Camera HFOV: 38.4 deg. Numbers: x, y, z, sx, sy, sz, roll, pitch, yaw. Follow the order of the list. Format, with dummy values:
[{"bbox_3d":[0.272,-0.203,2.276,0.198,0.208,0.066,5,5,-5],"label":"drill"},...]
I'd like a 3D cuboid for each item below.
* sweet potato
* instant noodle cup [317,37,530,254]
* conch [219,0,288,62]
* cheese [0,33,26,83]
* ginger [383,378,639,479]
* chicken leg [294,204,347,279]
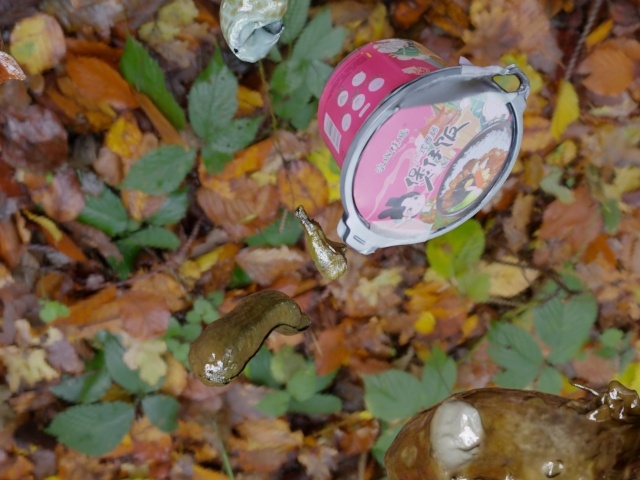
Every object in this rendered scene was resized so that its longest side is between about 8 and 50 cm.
[{"bbox_3d":[-0.082,0.107,1.115,0.233,0.062,0.081,-27,125,-57],"label":"sweet potato"},{"bbox_3d":[0.107,-0.149,1.200,0.302,0.182,0.258,-37,137,4],"label":"instant noodle cup"},{"bbox_3d":[-0.115,-0.391,1.557,0.116,0.106,0.173,12,100,-40],"label":"conch"},{"bbox_3d":[-0.524,-0.256,1.126,0.329,0.129,0.217,16,167,-1],"label":"cheese"},{"bbox_3d":[0.265,0.219,0.863,0.418,0.176,0.254,12,134,15],"label":"ginger"},{"bbox_3d":[0.000,0.000,1.916,0.070,0.093,0.178,-23,110,37],"label":"chicken leg"}]
